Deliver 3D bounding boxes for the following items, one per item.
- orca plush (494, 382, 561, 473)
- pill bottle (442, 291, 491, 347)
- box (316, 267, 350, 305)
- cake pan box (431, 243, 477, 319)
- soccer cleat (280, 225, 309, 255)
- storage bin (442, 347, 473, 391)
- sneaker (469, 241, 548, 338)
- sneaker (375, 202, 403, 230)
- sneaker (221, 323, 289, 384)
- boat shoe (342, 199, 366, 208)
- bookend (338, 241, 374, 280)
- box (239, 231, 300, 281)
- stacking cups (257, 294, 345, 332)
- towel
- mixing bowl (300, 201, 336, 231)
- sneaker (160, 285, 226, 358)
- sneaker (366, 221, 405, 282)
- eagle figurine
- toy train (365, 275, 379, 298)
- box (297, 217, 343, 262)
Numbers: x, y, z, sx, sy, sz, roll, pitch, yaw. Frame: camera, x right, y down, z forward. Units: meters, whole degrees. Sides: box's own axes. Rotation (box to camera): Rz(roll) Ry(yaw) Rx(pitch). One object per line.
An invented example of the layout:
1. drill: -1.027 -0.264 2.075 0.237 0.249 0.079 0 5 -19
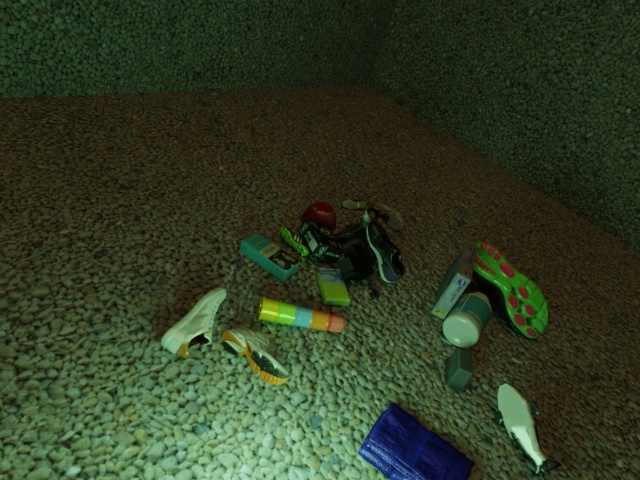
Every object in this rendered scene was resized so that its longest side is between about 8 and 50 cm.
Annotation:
1. orca plush: 0.702 0.628 1.528 0.102 0.151 0.287 30 18 -44
2. pill bottle: 0.614 0.312 1.857 0.146 0.146 0.264 34 39 19
3. box: 0.049 0.188 1.846 0.108 0.043 0.178 6 38 -19
4. cake pan box: 0.576 0.172 1.941 0.070 0.246 0.267 29 35 7
5. soccer cleat: -0.110 0.002 2.011 0.179 0.060 0.072 45 33 22
6. storage bin: 0.507 0.465 1.656 0.098 0.091 0.135 20 35 1
7. sneaker: 0.838 0.215 2.041 0.185 0.202 0.483 -32 72 1
8. sneaker: 0.384 -0.130 2.396 0.094 0.080 0.212 2 37 -41
9. sneaker: -0.192 0.356 1.476 0.262 0.099 0.121 35 34 18
10. boat shoe: 0.176 -0.193 2.404 0.132 0.049 0.042 -1 12 -16
11. bookend: 0.131 0.086 1.913 0.157 0.072 0.156 5 57 -50
12. box: -0.211 0.065 1.871 0.244 0.060 0.100 33 38 18
13. stacking cups: -0.069 0.276 1.649 0.315 0.096 0.096 13 36 -15
14. towel: 0.291 0.639 1.341 0.308 0.076 0.227 33 39 18
15. mixing bowl: 0.004 -0.124 2.186 0.181 0.098 0.182 13 37 -10
16. sneaker: -0.385 0.276 1.495 0.123 0.106 0.290 33 47 8
17. sneaker: 0.302 0.035 1.990 0.107 0.124 0.284 -13 77 -31
18. eagle figurine: 0.212 -0.054 2.157 0.226 0.225 0.299 -1 52 47
19. toy train: 0.222 0.191 1.936 0.036 0.027 0.158 9 37 -20
20. box: 0.000 0.000 2.001 0.147 0.078 0.180 19 29 -40
